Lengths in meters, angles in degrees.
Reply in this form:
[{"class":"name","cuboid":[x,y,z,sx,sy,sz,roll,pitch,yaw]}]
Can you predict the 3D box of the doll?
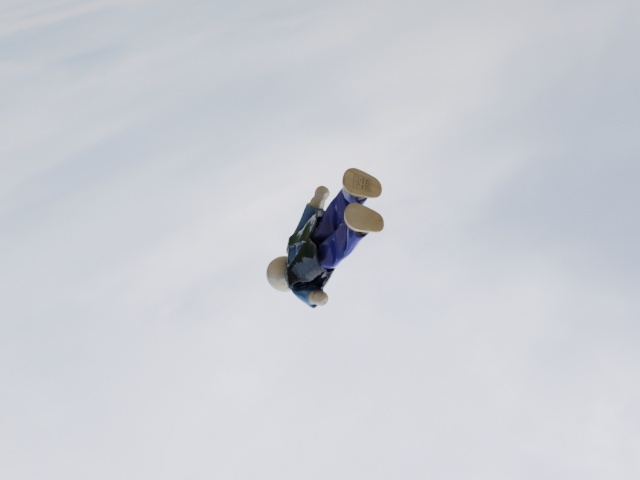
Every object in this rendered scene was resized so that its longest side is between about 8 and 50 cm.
[{"class":"doll","cuboid":[0.000,0.000,1.156,0.046,0.129,0.189,12,148,-23]}]
